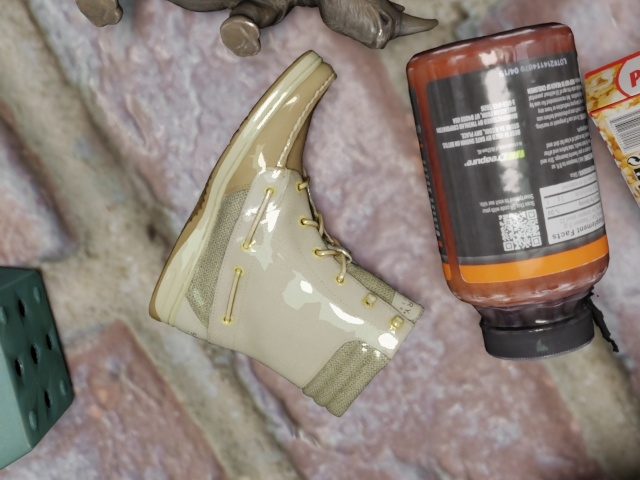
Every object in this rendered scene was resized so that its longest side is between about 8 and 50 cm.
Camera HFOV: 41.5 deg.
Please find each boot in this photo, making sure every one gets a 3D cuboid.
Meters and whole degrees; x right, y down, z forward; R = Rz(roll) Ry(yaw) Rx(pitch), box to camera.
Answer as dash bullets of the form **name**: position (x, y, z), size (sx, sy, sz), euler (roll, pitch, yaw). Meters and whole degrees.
- **boot**: position (0.000, 0.000, 0.563), size (0.165, 0.077, 0.213), euler (30, 106, 1)

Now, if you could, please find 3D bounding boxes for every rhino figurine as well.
- **rhino figurine**: position (-0.043, -0.168, 0.530), size (0.243, 0.106, 0.073), euler (14, 131, 3)

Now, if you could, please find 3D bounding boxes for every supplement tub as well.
- **supplement tub**: position (0.120, -0.028, 0.530), size (0.106, 0.106, 0.197), euler (-10, 98, 8)

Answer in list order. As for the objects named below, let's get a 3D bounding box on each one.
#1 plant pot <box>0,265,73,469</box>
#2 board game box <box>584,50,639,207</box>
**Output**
- **plant pot**: position (-0.306, 0.103, 0.575), size (0.234, 0.166, 0.165), euler (-13, 98, 0)
- **board game box**: position (0.269, -0.066, 0.471), size (0.194, 0.045, 0.146), euler (-21, 124, 29)
